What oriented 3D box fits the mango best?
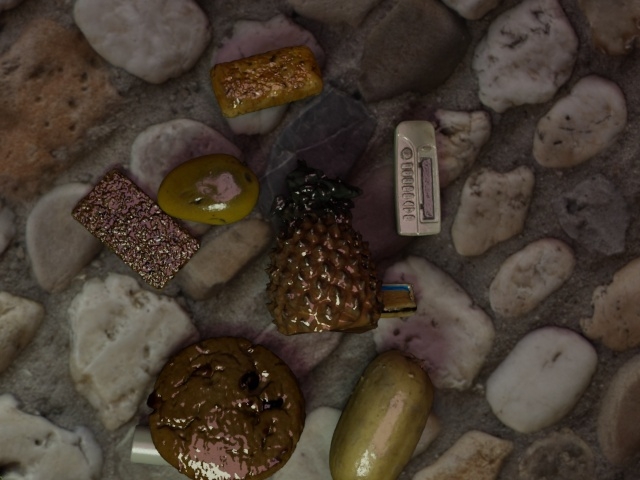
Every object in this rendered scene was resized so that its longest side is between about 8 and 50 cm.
[{"bbox_3d":[-0.212,-0.092,1.382,0.195,0.098,0.137,-14,94,-5],"label":"mango"}]

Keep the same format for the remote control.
[{"bbox_3d":[0.191,-0.124,1.470,0.090,0.049,0.230,-2,88,-10],"label":"remote control"}]

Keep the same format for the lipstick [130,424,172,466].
[{"bbox_3d":[-0.224,0.396,1.378,0.255,0.070,0.070,9,87,-9],"label":"lipstick"}]

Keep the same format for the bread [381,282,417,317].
[{"bbox_3d":[0.136,0.121,1.455,0.106,0.053,0.072,0,65,-12],"label":"bread"}]

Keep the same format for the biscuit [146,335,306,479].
[{"bbox_3d":[-0.169,0.310,1.348,0.296,0.075,0.295,5,65,-11],"label":"biscuit"}]

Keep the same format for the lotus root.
[{"bbox_3d":[0.100,0.369,1.382,0.152,0.169,0.342,28,85,-1],"label":"lotus root"}]

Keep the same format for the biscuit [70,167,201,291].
[{"bbox_3d":[-0.351,-0.021,1.393,0.231,0.025,0.131,41,82,-6],"label":"biscuit"}]

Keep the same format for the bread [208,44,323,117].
[{"bbox_3d":[-0.104,-0.309,1.414,0.211,0.083,0.113,-18,87,-11],"label":"bread"}]

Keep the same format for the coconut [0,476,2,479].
[{"bbox_3d":[-0.659,0.437,1.315,0.133,0.055,0.158,-45,94,-6],"label":"coconut"}]

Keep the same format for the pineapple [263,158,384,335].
[{"bbox_3d":[0.001,0.000,1.372,0.223,0.223,0.357,-3,78,-9],"label":"pineapple"}]
